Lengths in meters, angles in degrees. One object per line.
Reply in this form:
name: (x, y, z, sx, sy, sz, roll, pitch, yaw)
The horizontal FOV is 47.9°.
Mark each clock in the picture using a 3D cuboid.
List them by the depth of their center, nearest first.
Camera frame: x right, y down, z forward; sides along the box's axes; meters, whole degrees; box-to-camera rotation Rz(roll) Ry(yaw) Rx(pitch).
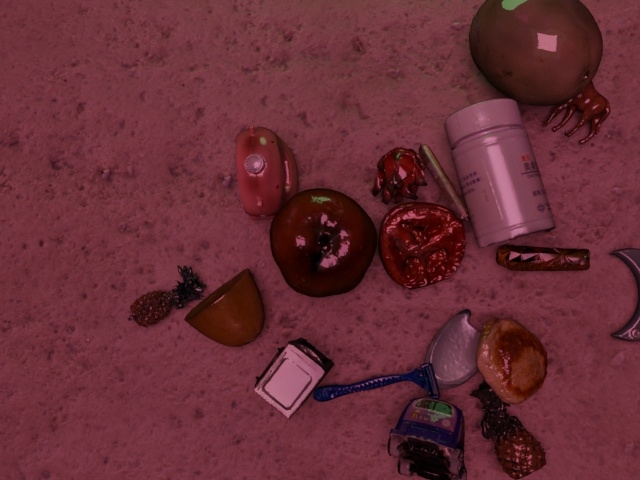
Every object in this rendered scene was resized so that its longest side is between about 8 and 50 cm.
clock: (-0.136, -0.172, 1.795, 0.142, 0.241, 0.227, -6, 84, 4)

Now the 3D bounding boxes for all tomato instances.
tomato: (0.242, 0.003, 1.801, 0.228, 0.101, 0.228, -1, 102, -4)

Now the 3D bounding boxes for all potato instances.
potato: (-0.221, 0.193, 1.827, 0.203, 0.178, 0.158, -37, 98, -21)

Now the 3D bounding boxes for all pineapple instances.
pineapple: (0.447, 0.447, 1.743, 0.111, 0.119, 0.237, -41, 73, 48)
pineapple: (-0.410, 0.151, 1.885, 0.221, 0.083, 0.103, -29, 79, 4)

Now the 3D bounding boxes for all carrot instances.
carrot: (0.551, 0.045, 1.775, 0.229, 0.069, 0.069, 2, 86, 6)

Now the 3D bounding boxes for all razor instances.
razor: (0.135, 0.362, 1.797, 0.324, 0.056, 0.093, -12, 103, 22)

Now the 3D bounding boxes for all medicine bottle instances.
medicine bottle: (0.428, -0.160, 1.740, 0.190, 0.190, 0.332, -16, 84, 6)

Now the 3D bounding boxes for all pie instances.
pie: (0.455, 0.281, 1.717, 0.179, 0.084, 0.205, -37, 92, -40)

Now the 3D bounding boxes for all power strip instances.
power strip: (0.784, 0.144, 1.740, 0.167, 0.054, 0.253, -2, 85, 8)

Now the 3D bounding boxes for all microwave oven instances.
microwave oven: (-0.066, 0.327, 1.765, 0.129, 0.205, 0.163, 39, 91, 8)

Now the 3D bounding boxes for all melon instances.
melon: (0.503, -0.471, 1.712, 0.268, 0.268, 0.330, -46, 55, 2)

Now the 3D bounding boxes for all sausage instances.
sausage: (0.303, -0.147, 1.785, 0.033, 0.033, 0.269, -27, 56, 5)

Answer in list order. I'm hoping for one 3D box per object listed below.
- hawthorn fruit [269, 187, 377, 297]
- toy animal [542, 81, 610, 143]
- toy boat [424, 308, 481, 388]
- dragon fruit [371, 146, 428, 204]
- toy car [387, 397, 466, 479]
hawthorn fruit: (0.000, 0.000, 1.732, 0.268, 0.301, 0.267, 0, 81, 3)
toy animal: (0.630, -0.380, 1.798, 0.224, 0.066, 0.229, 35, 101, 27)
toy boat: (0.338, 0.276, 1.790, 0.134, 0.079, 0.207, 36, 80, 1)
dragon fruit: (0.199, -0.166, 1.810, 0.121, 0.130, 0.142, 16, 45, -9)
toy car: (0.273, 0.482, 1.715, 0.172, 0.235, 0.158, 9, 51, 26)
